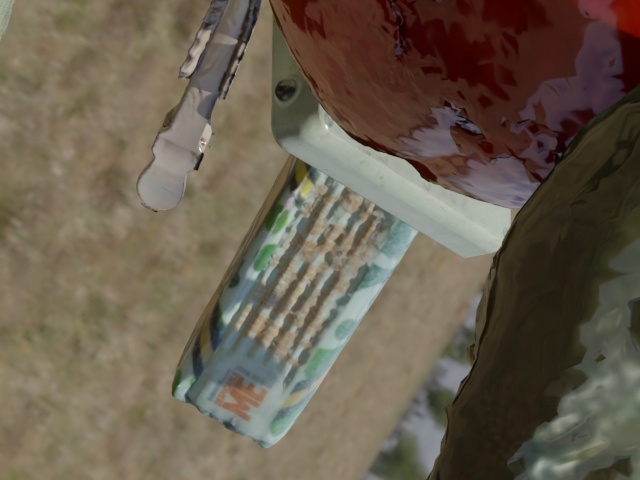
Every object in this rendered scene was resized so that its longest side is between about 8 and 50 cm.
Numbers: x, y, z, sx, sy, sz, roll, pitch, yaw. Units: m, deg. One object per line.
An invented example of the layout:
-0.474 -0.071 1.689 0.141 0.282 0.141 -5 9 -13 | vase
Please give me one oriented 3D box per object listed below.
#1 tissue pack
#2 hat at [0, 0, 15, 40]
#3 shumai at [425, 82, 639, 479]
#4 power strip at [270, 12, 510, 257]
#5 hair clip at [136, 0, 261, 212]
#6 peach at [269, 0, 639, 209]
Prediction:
0.000 0.000 1.479 0.311 0.128 0.228 -58 -176 23 | tissue pack
-0.266 -0.165 1.031 0.130 0.257 0.257 -5 -147 38 | hat
0.179 0.089 0.607 0.323 0.324 0.397 -116 -164 -75 | shumai
0.052 -0.079 1.125 0.270 0.046 0.118 29 56 -49 | power strip
-0.066 -0.108 1.031 0.226 0.034 0.072 118 -5 -50 | hair clip
0.129 -0.164 0.794 0.370 0.370 0.370 -56 173 -11 | peach
